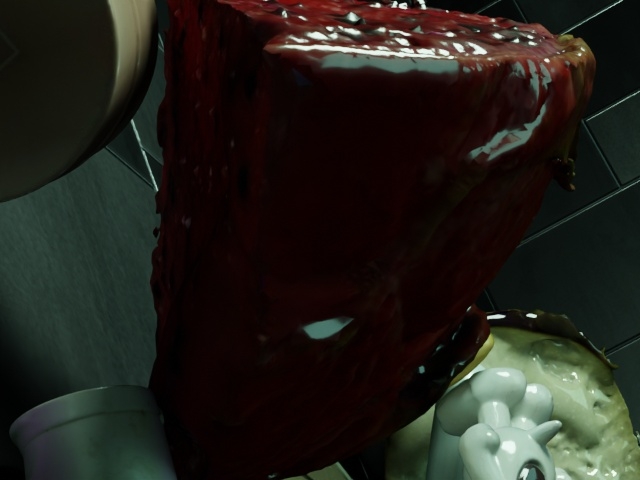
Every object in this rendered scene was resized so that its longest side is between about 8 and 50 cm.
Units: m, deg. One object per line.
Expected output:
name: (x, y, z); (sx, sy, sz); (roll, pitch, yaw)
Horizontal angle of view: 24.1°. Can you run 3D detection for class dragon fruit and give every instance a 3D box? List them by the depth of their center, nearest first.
dragon fruit: (-0.015, -0.003, 0.767); (0.302, 0.330, 0.240); (-7, 43, -44)

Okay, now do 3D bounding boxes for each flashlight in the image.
flashlight: (0.104, 0.196, 1.233); (0.093, 0.047, 0.200); (37, 62, -65)

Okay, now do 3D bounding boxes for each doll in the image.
doll: (0.111, 0.209, 1.073); (0.208, 0.144, 0.271); (19, 39, -35)

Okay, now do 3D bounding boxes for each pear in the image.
pear: (0.147, 0.198, 1.368); (0.267, 0.267, 0.178); (60, -19, -4)

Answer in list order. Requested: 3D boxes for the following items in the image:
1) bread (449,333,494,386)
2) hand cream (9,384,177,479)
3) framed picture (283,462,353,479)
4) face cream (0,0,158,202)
bread: (0.000, 0.000, 1.216); (0.121, 0.173, 0.311); (-27, 81, -35)
hand cream: (-0.063, 0.218, 0.628); (0.111, 0.070, 0.312); (41, 30, -66)
framed picture: (-0.023, 0.155, 1.062); (0.203, 0.015, 0.150); (55, 12, -28)
face cream: (-0.158, -0.097, 0.717); (0.149, 0.149, 0.104); (59, 9, -8)
